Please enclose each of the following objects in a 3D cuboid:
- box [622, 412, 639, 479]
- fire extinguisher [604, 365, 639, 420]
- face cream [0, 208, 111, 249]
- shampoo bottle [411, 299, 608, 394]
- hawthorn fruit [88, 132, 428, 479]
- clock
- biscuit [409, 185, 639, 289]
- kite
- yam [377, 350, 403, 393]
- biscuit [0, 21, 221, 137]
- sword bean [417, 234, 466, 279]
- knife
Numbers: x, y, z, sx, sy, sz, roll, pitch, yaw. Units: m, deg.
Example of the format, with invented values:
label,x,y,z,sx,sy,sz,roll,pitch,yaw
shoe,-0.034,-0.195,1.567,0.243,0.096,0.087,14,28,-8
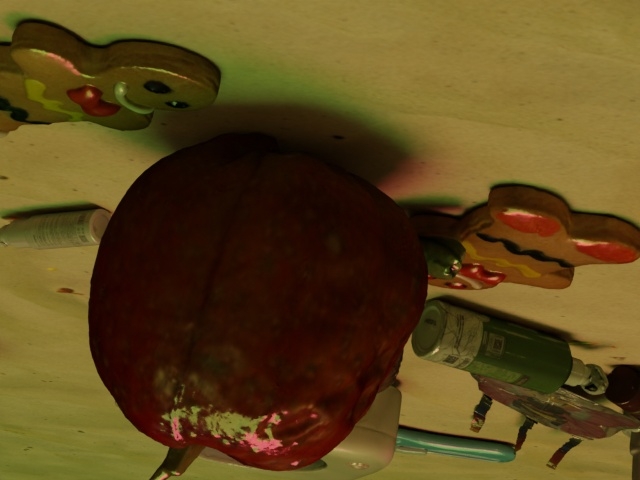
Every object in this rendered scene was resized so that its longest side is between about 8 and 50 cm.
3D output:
label,x,y,z,sx,sy,sz,roll,pitch,yaw
box,0.497,0.300,1.931,0.312,0.182,0.175,-2,160,34
fire extinguisher,0.363,0.174,1.837,0.078,0.045,0.157,-24,148,24
face cream,-0.249,-0.009,1.577,0.130,0.034,0.034,-5,158,36
shampoo bottle,0.192,0.114,1.691,0.204,0.065,0.065,18,161,-25
hawthorn fruit,-0.047,0.048,1.290,0.258,0.262,0.258,1,149,0
clock,-0.080,0.210,2.069,0.324,0.109,0.265,15,163,-15
biscuit,0.152,0.013,1.436,0.165,0.036,0.250,19,161,-25
kite,0.247,0.204,1.983,0.204,0.022,0.360,21,163,2
yam,0.049,0.112,1.747,0.079,0.079,0.141,8,164,4
biscuit,-0.184,-0.109,1.223,0.240,0.035,0.158,1,163,27
sword bean,0.001,0.000,1.436,0.269,0.038,0.043,8,-152,29
knife,0.153,0.276,2.286,0.222,0.031,0.064,8,159,2
